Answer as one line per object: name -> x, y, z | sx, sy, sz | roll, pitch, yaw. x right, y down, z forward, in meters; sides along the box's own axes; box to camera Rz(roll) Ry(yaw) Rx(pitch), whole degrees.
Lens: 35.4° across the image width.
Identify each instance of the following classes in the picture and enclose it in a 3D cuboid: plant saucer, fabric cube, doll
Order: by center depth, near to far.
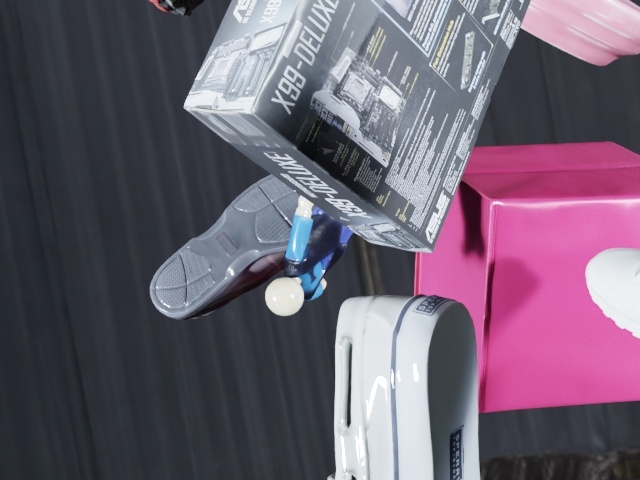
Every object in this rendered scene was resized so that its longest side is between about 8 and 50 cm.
doll -> 0.000, 0.000, 1.005 | 0.046, 0.129, 0.189 | 19, -126, 26
fabric cube -> 0.271, 0.033, 1.200 | 0.258, 0.254, 0.259 | -4, -161, -11
plant saucer -> 0.270, -0.318, 1.260 | 0.332, 0.084, 0.332 | 27, -159, -11

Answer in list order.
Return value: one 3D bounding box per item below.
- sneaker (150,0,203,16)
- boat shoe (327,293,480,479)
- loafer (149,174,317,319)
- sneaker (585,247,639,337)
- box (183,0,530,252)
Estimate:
sneaker -> -0.198, -0.329, 1.009 | 0.098, 0.135, 0.276 | -47, 163, 2
boat shoe -> 0.044, 0.165, 0.636 | 0.088, 0.268, 0.096 | 5, -167, 33
loafer -> -0.085, 0.003, 1.327 | 0.302, 0.109, 0.095 | -34, 158, 1
sneaker -> 0.334, 0.048, 0.886 | 0.090, 0.095, 0.235 | -43, -139, -18
box -> 0.054, -0.176, 0.786 | 0.076, 0.308, 0.242 | 13, 166, 43
